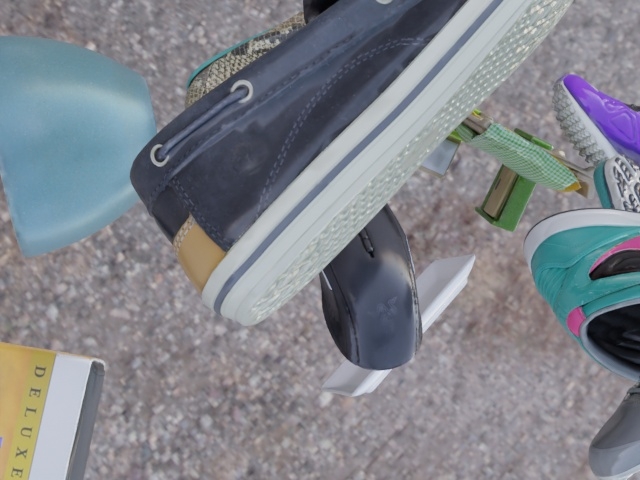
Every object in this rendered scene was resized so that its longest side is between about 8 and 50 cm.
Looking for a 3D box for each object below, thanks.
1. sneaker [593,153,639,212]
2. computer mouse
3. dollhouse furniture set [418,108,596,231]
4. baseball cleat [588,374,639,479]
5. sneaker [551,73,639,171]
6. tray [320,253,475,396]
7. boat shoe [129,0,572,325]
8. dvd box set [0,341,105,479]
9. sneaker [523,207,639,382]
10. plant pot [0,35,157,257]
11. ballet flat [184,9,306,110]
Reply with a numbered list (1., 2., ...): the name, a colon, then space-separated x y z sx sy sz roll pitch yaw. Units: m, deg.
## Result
1. sneaker: 0.343 0.038 1.186 0.107 0.110 0.275 -39 119 -49
2. computer mouse: 0.000 0.000 1.008 0.184 0.261 0.060 -5 157 -13
3. dollhouse furniture set: 0.255 -0.099 1.545 0.198 0.301 0.151 23 101 -14
4. baseball cleat: 0.242 0.071 0.703 0.206 0.072 0.109 -34 96 -21
5. sneaker: 0.450 -0.138 1.419 0.146 0.293 0.102 -43 179 -1
6. tray: 0.117 0.127 1.492 0.030 0.145 0.270 45 74 -8
7. boat shoe: 0.062 -0.160 0.766 0.500 0.156 0.187 -45 168 -9
8. dvd box set: -0.365 0.184 0.611 0.062 0.421 0.307 103 -2 -80
9. sneaker: 0.347 0.047 0.943 0.296 0.178 0.123 -6 133 2
10. plant pot: -0.318 -0.136 1.373 0.196 0.290 0.290 -10 126 -11
11. ballet flat: 0.043 -0.270 1.408 0.483 0.182 0.164 -39 153 -10
